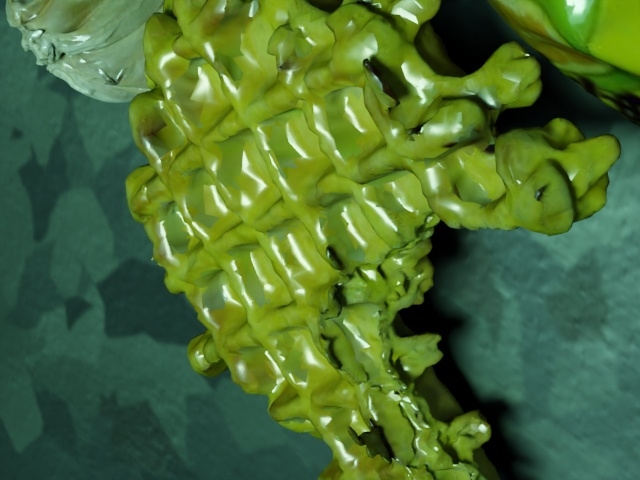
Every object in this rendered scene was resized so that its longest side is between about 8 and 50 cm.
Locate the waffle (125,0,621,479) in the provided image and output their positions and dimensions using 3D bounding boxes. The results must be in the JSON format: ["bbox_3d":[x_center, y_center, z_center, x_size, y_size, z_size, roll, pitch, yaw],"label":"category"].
[{"bbox_3d":[0.000,0.000,0.739,0.259,0.069,0.293,35,139,31],"label":"waffle"}]

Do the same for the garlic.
[{"bbox_3d":[-0.102,-0.110,0.832,0.113,0.094,0.074,36,166,20],"label":"garlic"}]

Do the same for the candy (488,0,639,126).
[{"bbox_3d":[0.096,-0.110,0.605,0.081,0.187,0.297,-44,75,6],"label":"candy"}]
